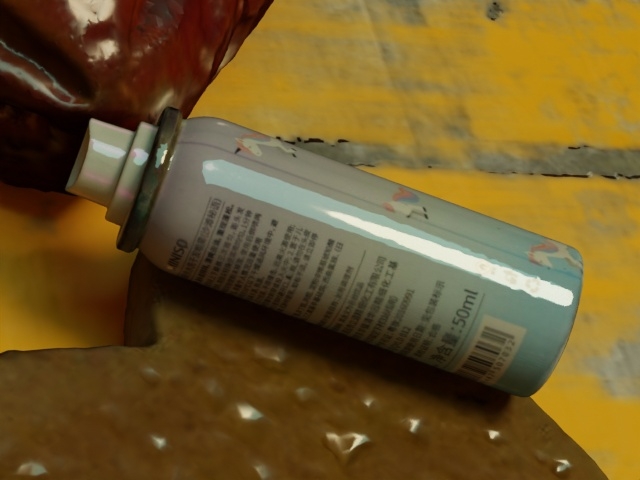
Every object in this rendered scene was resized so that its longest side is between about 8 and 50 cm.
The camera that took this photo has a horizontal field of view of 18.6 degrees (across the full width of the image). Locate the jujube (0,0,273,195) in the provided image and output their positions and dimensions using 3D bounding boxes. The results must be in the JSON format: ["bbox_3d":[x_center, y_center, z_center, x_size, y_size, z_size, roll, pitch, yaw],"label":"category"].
[{"bbox_3d":[-0.101,-0.180,0.983,0.216,0.216,0.342,26,57,-5],"label":"jujube"}]

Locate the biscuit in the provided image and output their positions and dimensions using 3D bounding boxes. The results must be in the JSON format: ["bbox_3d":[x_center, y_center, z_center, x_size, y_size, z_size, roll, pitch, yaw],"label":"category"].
[{"bbox_3d":[0.023,0.162,0.843,0.394,0.076,0.368,36,45,9],"label":"biscuit"}]

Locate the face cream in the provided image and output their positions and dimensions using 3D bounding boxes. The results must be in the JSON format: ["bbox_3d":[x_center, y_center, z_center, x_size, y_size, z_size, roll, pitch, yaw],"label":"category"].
[{"bbox_3d":[0.000,0.000,0.875,0.229,0.075,0.075,20,46,-8],"label":"face cream"}]
